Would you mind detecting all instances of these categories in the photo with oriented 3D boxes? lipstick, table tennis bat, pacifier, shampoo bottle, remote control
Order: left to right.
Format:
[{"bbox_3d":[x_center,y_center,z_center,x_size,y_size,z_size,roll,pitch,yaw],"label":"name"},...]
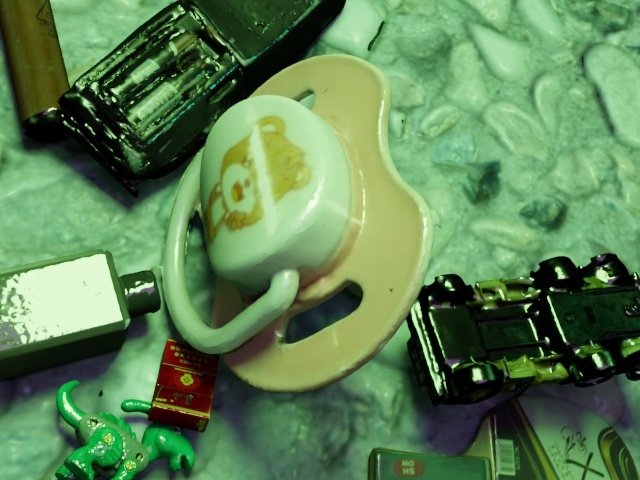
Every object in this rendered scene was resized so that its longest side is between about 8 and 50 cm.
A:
[{"bbox_3d":[-0.261,0.070,0.674,0.246,0.080,0.079,-13,72,-23],"label":"shampoo bottle"},{"bbox_3d":[-0.315,-0.266,0.823,0.057,0.057,0.356,-11,70,-23],"label":"lipstick"},{"bbox_3d":[-0.105,-0.218,0.845,0.144,0.062,0.399,47,57,-13],"label":"remote control"},{"bbox_3d":[-0.005,-0.018,0.718,0.273,0.220,0.332,0,55,-19],"label":"pacifier"},{"bbox_3d":[0.191,0.235,0.786,0.301,0.022,0.173,10,63,-16],"label":"table tennis bat"}]

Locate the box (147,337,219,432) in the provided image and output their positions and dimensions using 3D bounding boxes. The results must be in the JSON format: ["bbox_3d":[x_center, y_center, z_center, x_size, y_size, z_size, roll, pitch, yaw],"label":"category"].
[{"bbox_3d":[-0.122,0.129,0.709,0.052,0.023,0.082,15,37,-10],"label":"box"}]

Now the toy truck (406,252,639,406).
[{"bbox_3d":[0.208,0.100,0.793,0.257,0.127,0.127,-4,61,-20],"label":"toy truck"}]

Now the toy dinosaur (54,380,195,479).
[{"bbox_3d":[-0.175,0.172,0.677,0.132,0.059,0.096,41,48,-3],"label":"toy dinosaur"}]
